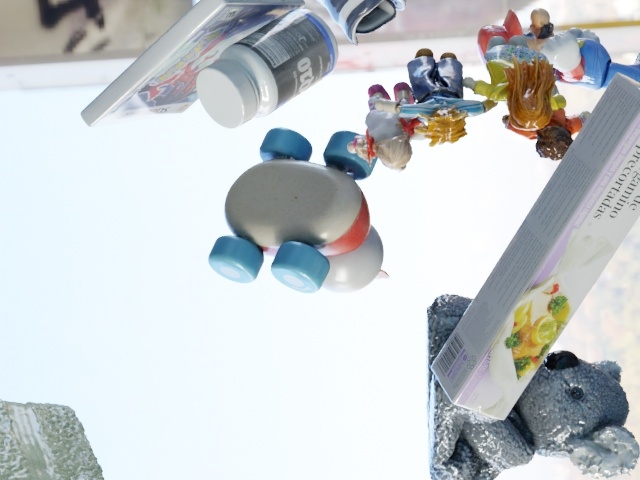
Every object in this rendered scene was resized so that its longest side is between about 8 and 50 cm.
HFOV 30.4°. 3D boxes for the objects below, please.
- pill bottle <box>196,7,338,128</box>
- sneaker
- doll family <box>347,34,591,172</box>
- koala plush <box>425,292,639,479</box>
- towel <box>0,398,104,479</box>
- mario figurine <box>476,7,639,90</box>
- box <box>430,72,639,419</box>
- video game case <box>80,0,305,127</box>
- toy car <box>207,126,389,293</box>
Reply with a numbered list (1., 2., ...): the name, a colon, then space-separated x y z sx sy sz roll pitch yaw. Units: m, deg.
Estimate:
1. pill bottle: -0.053 -0.169 1.168 0.137 0.078 0.078 -38 -46 -34
2. sneaker: 0.036 -0.345 1.623 0.153 0.099 0.282 51 -177 -3
3. doll family: 0.155 -0.149 1.236 0.163 0.263 0.118 -91 -4 -53
4. koala plush: 0.227 0.181 1.270 0.196 0.221 0.203 -87 -4 -62
5. towel: -0.237 0.171 0.967 0.148 0.110 0.027 44 120 57
6. mario figurine: 0.407 -0.310 1.886 0.198 0.320 0.170 125 151 -66
7. box: 0.210 0.011 1.043 0.324 0.063 0.067 -61 27 17
8. video game case: -0.127 -0.188 1.212 0.023 0.201 0.183 55 -154 6
9. toy car: 0.000 0.000 1.637 0.238 0.210 0.219 51 -125 -46
